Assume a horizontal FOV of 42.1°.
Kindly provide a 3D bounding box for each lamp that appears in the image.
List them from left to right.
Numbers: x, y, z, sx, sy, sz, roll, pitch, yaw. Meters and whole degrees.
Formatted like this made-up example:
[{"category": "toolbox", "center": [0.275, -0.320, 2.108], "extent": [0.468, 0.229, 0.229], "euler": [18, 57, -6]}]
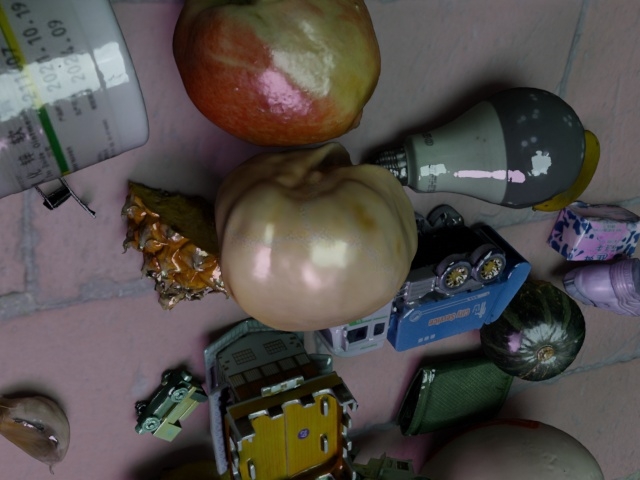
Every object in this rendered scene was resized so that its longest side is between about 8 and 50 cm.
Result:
[{"category": "lamp", "center": [0.236, -0.123, 1.205], "extent": [0.314, 0.182, 0.182], "euler": [-12, 124, -21]}]

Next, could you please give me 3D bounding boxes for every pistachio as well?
[{"category": "pistachio", "center": [0.000, 0.000, 1.024], "extent": [0.238, 0.229, 0.321], "euler": [-57, 151, 9]}]

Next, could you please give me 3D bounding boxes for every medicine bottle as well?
[{"category": "medicine bottle", "center": [-0.319, -0.167, 0.831], "extent": [0.232, 0.238, 0.238], "euler": [-23, 128, -15]}]

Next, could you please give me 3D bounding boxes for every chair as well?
[{"category": "chair", "center": [-0.322, -0.051, 1.034], "extent": [0.042, 0.037, 0.086], "euler": [-44, 127, -13]}]

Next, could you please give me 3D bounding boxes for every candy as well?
[{"category": "candy", "center": [0.496, -0.015, 1.487], "extent": [0.160, 0.073, 0.092], "euler": [0, 117, -29]}]

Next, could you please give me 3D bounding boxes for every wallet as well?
[{"category": "wallet", "center": [0.260, 0.282, 1.556], "extent": [0.236, 0.055, 0.160], "euler": [-4, 125, -32]}]

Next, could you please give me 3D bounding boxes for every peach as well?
[{"category": "peach", "center": [-0.035, -0.214, 0.971], "extent": [0.232, 0.232, 0.256], "euler": [-47, 135, 5]}]

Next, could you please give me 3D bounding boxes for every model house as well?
[{"category": "model house", "center": [-0.069, 0.267, 1.258], "extent": [0.198, 0.215, 0.224], "euler": [-14, 125, -17]}]

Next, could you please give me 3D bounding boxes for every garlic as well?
[{"category": "garlic", "center": [-0.397, 0.266, 1.182], "extent": [0.084, 0.066, 0.152], "euler": [-23, 129, 21]}]

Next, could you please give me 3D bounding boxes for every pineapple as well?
[{"category": "pineapple", "center": [-0.173, 0.044, 1.116], "extent": [0.164, 0.140, 0.250], "euler": [-49, 133, 8]}]

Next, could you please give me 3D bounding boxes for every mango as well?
[{"category": "mango", "center": [0.403, -0.115, 1.373], "extent": [0.161, 0.076, 0.103], "euler": [-45, 124, -7]}]

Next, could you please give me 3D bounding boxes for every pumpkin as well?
[{"category": "pumpkin", "center": [0.377, 0.161, 1.483], "extent": [0.190, 0.146, 0.190], "euler": [-13, 126, -19]}]

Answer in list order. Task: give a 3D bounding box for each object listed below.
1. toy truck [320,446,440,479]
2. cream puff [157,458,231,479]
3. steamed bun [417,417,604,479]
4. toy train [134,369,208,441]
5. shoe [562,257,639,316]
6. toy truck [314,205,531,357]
[{"category": "toy truck", "center": [0.099, 0.428, 1.460], "extent": [0.135, 0.259, 0.128], "euler": [-55, 141, -46]}, {"category": "cream puff", "center": [-0.213, 0.465, 1.306], "extent": [0.244, 0.244, 0.196], "euler": [-28, 116, -11]}, {"category": "steamed bun", "center": [0.346, 0.473, 1.588], "extent": [0.374, 0.241, 0.374], "euler": [-8, 143, -6]}, {"category": "toy train", "center": [-0.229, 0.253, 1.271], "extent": [0.122, 0.050, 0.081], "euler": [-48, 134, 5]}, {"category": "shoe", "center": [0.541, 0.091, 1.564], "extent": [0.245, 0.137, 0.095], "euler": [27, 63, -62]}, {"category": "toy truck", "center": [0.149, 0.065, 1.299], "extent": [0.367, 0.146, 0.175], "euler": [-12, 128, -23]}]
